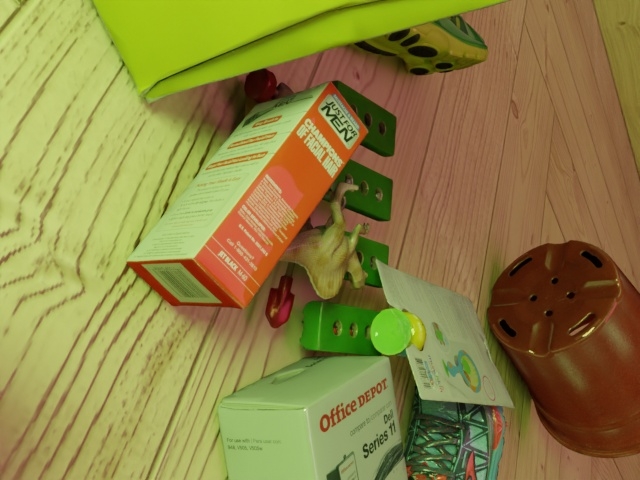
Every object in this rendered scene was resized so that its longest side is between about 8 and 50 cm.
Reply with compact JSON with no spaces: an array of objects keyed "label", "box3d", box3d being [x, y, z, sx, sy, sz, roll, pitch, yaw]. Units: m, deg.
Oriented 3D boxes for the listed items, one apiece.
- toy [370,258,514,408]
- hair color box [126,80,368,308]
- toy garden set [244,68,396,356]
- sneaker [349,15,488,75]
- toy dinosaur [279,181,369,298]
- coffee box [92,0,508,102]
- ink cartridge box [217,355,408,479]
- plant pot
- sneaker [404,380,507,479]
[{"label":"toy","box3d":[0.116,0.110,0.755,0.237,0.056,0.137,26,41,-56]},{"label":"hair color box","box3d":[-0.048,-0.032,0.514,0.053,0.093,0.167,48,60,-27]},{"label":"toy garden set","box3d":[-0.009,-0.024,0.668,0.204,0.049,0.244,17,75,-52]},{"label":"sneaker","box3d":[0.120,-0.270,0.867,0.295,0.109,0.123,2,87,-59]},{"label":"toy dinosaur","box3d":[0.000,0.000,0.590,0.183,0.053,0.093,14,78,-53]},{"label":"coffee box","box3d":[0.014,-0.336,0.482,0.334,0.338,0.338,-55,129,-47]},{"label":"ink cartridge box","box3d":[0.006,0.212,0.605,0.153,0.087,0.208,-15,96,-59]},{"label":"plant pot","box3d":[0.408,0.154,1.142,0.265,0.272,0.272,46,46,-35]},{"label":"sneaker","box3d":[0.140,0.253,0.807,0.125,0.104,0.262,8,77,-55]}]
